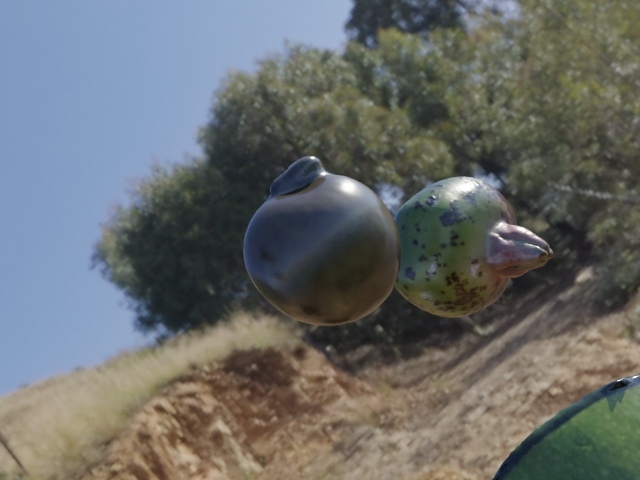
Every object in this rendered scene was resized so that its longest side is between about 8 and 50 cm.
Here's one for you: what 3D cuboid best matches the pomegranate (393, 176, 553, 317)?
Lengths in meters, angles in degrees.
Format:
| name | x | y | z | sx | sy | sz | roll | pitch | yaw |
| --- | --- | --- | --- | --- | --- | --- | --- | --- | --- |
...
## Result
| name | x | y | z | sx | sy | sz | roll | pitch | yaw |
| --- | --- | --- | --- | --- | --- | --- | --- | --- | --- |
| pomegranate | 0.223 | 0.009 | 1.438 | 0.248 | 0.214 | 0.214 | 1 | 22 | 42 |

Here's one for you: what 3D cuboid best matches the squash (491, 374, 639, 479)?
| name | x | y | z | sx | sy | sz | roll | pitch | yaw |
| --- | --- | --- | --- | --- | --- | --- | --- | --- | --- |
| squash | 0.324 | 0.317 | 0.831 | 0.310 | 0.309 | 0.310 | -12 | -58 | -19 |

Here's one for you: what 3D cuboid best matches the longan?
| name | x | y | z | sx | sy | sz | roll | pitch | yaw |
| --- | --- | --- | --- | --- | --- | --- | --- | --- | --- |
| longan | 0.000 | 0.000 | 1.169 | 0.185 | 0.204 | 0.159 | -9 | -12 | -17 |
